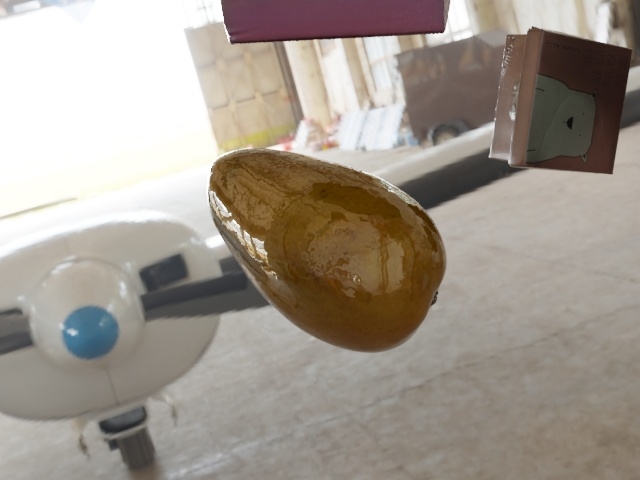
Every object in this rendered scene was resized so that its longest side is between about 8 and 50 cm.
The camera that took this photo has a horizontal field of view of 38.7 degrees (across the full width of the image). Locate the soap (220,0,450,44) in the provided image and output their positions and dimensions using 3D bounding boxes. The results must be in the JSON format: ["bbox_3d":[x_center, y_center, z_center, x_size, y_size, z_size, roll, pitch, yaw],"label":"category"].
[{"bbox_3d":[0.028,-0.299,1.080,0.260,0.081,0.181,0,31,10],"label":"soap"}]

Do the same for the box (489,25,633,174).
[{"bbox_3d":[0.382,-0.219,1.454,0.215,0.215,0.086,1,9,-34],"label":"box"}]

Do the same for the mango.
[{"bbox_3d":[0.000,0.000,1.207,0.378,0.221,0.264,33,-1,31],"label":"mango"}]
